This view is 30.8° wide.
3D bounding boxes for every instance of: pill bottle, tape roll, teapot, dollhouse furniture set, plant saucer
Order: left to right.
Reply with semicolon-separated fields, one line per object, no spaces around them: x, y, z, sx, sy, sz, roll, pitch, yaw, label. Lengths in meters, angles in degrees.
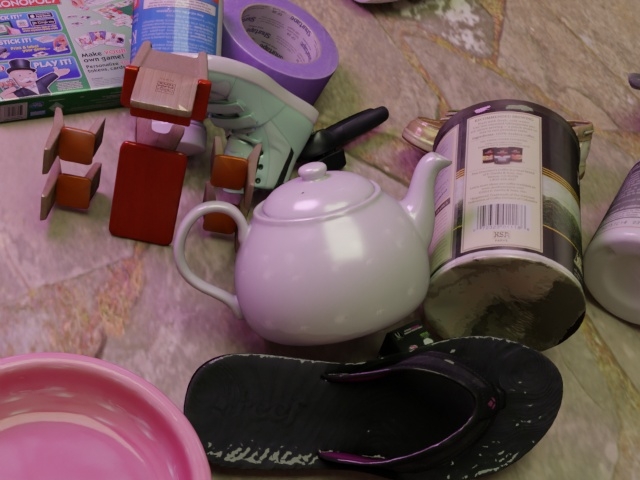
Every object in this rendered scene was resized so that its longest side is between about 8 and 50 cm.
-0.280;0.273;1.198;0.332;0.084;0.332;9;49;-10;plant saucer
-0.204;-0.097;1.412;0.262;0.259;0.135;10;40;-6;dollhouse furniture set
-0.196;-0.231;1.568;0.124;0.124;0.221;4;81;-13;pill bottle
-0.074;-0.271;1.682;0.189;0.080;0.189;21;40;-19;tape roll
0.000;0.000;1.383;0.253;0.187;0.256;2;23;38;teapot
0.485;-0.028;1.620;0.161;0.161;0.283;31;50;10;pill bottle

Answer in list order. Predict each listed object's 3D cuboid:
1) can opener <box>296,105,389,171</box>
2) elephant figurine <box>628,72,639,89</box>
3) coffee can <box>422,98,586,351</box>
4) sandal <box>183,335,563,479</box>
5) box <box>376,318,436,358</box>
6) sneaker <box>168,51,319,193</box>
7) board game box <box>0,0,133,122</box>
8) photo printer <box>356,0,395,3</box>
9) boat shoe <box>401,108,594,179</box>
0.027;-0.150;1.668;0.059;0.073;0.186;5;31;42;can opener
0.618;-0.252;1.874;0.169;0.186;0.239;-12;27;30;elephant figurine
0.239;-0.018;1.513;0.202;0.201;0.275;13;49;-5;coffee can
0.072;0.199;1.309;0.446;0.107;0.167;-2;88;-11;sandal
0.117;0.151;1.428;0.052;0.062;0.083;-20;60;-28;box
-0.110;-0.142;1.505;0.094;0.151;0.256;13;-8;44;sneaker
-0.331;-0.278;1.665;0.317;0.046;0.213;-11;55;-24;board game box
0.088;-0.525;1.952;0.256;0.107;0.307;-26;62;-32;photo printer
0.257;-0.152;1.684;0.285;0.089;0.104;7;20;-18;boat shoe
